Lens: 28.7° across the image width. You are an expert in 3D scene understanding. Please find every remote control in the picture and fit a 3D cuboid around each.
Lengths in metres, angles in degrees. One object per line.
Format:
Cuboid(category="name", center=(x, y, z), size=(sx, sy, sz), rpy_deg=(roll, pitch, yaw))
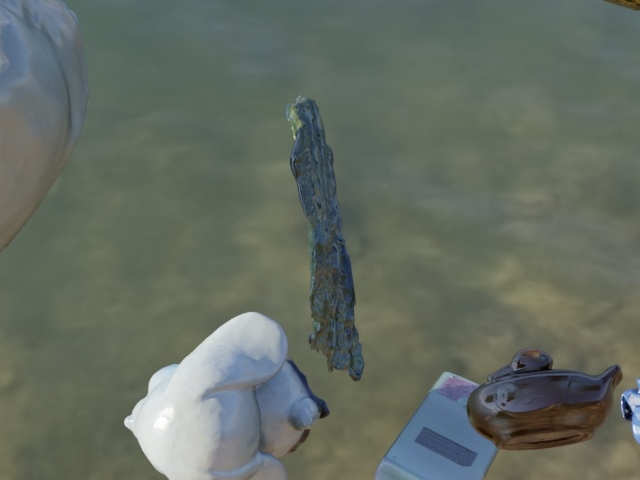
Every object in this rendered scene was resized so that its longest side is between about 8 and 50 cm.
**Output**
Cuboid(category="remote control", center=(0.200, 0.305, 1.906), size=(0.145, 0.050, 0.344), rpy_deg=(26, 24, 13))

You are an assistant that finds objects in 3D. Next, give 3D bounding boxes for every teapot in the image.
Cuboid(category="teapot", center=(0.183, 0.125, 1.021), size=(0.129, 0.098, 0.078), rpy_deg=(-10, 68, 16))

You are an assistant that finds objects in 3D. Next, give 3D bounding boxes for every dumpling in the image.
Cuboid(category="dumpling", center=(-0.223, -0.060, 0.676), size=(0.132, 0.162, 0.250), rpy_deg=(19, 56, 40))

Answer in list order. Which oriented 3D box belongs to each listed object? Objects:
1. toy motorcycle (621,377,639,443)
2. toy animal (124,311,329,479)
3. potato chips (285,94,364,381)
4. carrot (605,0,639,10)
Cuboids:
Cuboid(category="toy motorcycle", center=(0.520, 0.280, 1.925), size=(0.076, 0.114, 0.205), rpy_deg=(13, 45, -26))
Cuboid(category="toy animal", center=(-0.117, 0.245, 1.657), size=(0.174, 0.249, 0.289), rpy_deg=(-3, 24, 34))
Cuboid(category="potato chips", center=(-0.001, 0.000, 0.877), size=(0.028, 0.208, 0.092), rpy_deg=(-7, -1, 16))
Cuboid(category="carrot", center=(0.248, -0.256, 1.109), size=(0.173, 0.082, 0.082), rpy_deg=(14, 32, -25))
